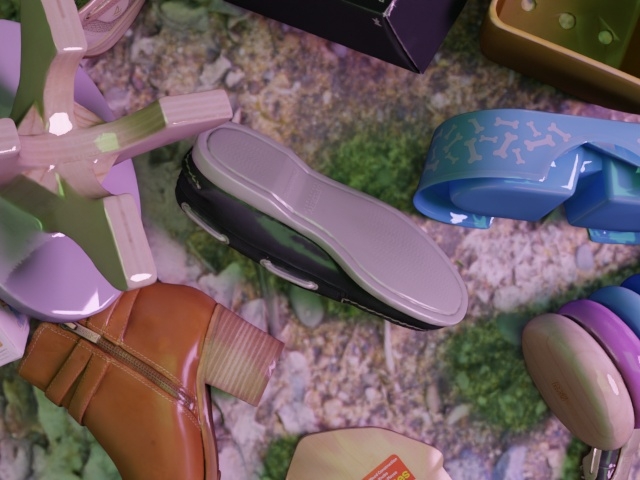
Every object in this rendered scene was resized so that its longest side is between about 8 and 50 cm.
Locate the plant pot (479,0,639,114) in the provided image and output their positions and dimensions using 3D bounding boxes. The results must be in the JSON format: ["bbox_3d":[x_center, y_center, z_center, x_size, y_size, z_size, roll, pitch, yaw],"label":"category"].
[{"bbox_3d":[0.265,-0.232,0.744,0.212,0.187,0.212,22,87,-2],"label":"plant pot"}]

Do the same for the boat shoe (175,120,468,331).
[{"bbox_3d":[0.000,0.000,0.772,0.303,0.091,0.114,36,43,-1],"label":"boat shoe"}]

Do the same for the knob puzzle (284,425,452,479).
[{"bbox_3d":[0.043,0.269,0.794,0.213,0.030,0.213,0,89,-3],"label":"knob puzzle"}]

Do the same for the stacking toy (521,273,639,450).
[{"bbox_3d":[0.369,0.067,0.775,0.330,0.141,0.141,-27,90,-9],"label":"stacking toy"}]

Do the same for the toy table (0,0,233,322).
[{"bbox_3d":[-0.216,-0.075,0.655,0.252,0.161,0.274,-31,97,-38],"label":"toy table"}]

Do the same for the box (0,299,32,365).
[{"bbox_3d":[-0.359,0.025,0.698,0.114,0.103,0.203,-26,117,0],"label":"box"}]

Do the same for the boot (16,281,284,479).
[{"bbox_3d":[-0.185,0.168,0.736,0.220,0.109,0.283,24,80,0],"label":"boot"}]

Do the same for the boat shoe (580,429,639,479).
[{"bbox_3d":[0.286,0.225,0.805,0.043,0.049,0.136,18,90,39],"label":"boat shoe"}]

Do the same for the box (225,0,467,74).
[{"bbox_3d":[0.017,-0.284,0.715,0.261,0.103,0.184,30,84,31],"label":"box"}]

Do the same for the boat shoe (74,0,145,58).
[{"bbox_3d":[-0.175,-0.316,0.764,0.109,0.098,0.302,34,87,-2],"label":"boat shoe"}]

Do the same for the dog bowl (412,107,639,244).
[{"bbox_3d":[0.238,-0.058,0.756,0.298,0.166,0.074,7,76,-3],"label":"dog bowl"}]
